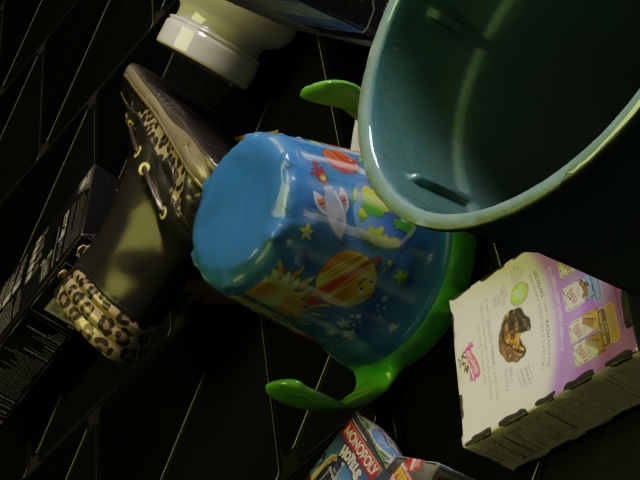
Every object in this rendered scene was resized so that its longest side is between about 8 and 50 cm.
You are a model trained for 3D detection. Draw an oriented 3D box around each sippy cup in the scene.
[{"bbox_3d":[0.000,0.000,1.449,0.240,0.224,0.305,-51,39,25],"label":"sippy cup"}]

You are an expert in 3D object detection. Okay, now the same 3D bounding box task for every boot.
[{"bbox_3d":[-0.224,-0.043,1.775,0.284,0.138,0.377,-56,37,12],"label":"boot"}]

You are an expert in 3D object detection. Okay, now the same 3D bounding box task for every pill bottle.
[{"bbox_3d":[-0.083,-0.383,1.931,0.334,0.188,0.188,-61,31,1],"label":"pill bottle"}]

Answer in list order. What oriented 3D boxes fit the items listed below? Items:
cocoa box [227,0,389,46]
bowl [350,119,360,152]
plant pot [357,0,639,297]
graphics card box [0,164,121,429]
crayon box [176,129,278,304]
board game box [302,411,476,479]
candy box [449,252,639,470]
[{"bbox_3d":[0.014,-0.429,1.689,0.231,0.228,0.347,19,92,43],"label":"cocoa box"},{"bbox_3d":[0.085,-0.122,1.612,0.142,0.053,0.142,-23,50,48],"label":"bowl"},{"bbox_3d":[0.262,-0.096,1.053,0.341,0.334,0.341,-36,39,36],"label":"plant pot"},{"bbox_3d":[-0.408,0.087,2.104,0.371,0.094,0.233,-51,20,20],"label":"graphics card box"},{"bbox_3d":[-0.142,-0.024,1.842,0.323,0.083,0.203,-2,65,56],"label":"crayon box"},{"bbox_3d":[0.056,0.262,1.345,0.194,0.060,0.194,-52,32,14],"label":"board game box"},{"bbox_3d":[0.209,0.084,1.246,0.196,0.070,0.165,-36,40,35],"label":"candy box"}]
